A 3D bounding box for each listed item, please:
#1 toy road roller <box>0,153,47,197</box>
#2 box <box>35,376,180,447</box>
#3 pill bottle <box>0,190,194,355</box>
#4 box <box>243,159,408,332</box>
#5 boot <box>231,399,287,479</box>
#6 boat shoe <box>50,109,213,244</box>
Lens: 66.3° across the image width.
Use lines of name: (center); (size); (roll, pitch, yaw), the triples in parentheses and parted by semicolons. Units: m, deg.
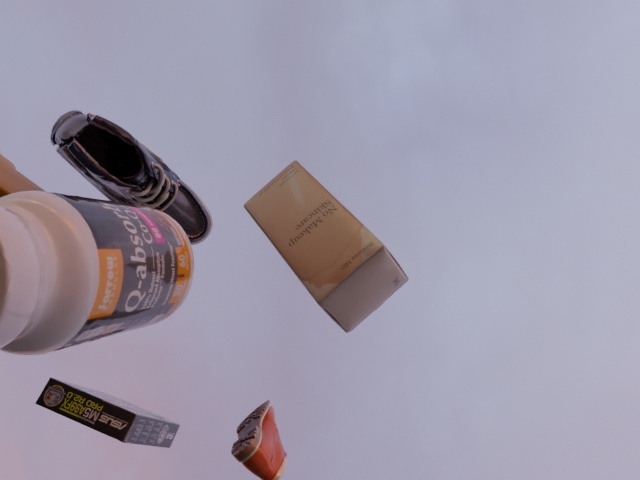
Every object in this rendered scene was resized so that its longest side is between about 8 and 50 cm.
toy road roller: (-0.629, -0.098, 0.865); (0.202, 0.240, 0.329); (-36, -55, 9)
box: (-0.462, 0.392, 1.101); (0.216, 0.270, 0.060); (18, -112, 11)
pill bottle: (-0.269, 0.032, 0.526); (0.162, 0.278, 0.162); (0, -90, 14)
box: (0.000, 0.000, 0.888); (0.148, 0.311, 0.121); (-42, -44, -2)
boot: (-0.087, 0.313, 0.764); (0.059, 0.158, 0.084); (-41, -83, 8)
boat shoe: (-0.312, -0.091, 0.876); (0.340, 0.158, 0.127); (40, -101, -34)
